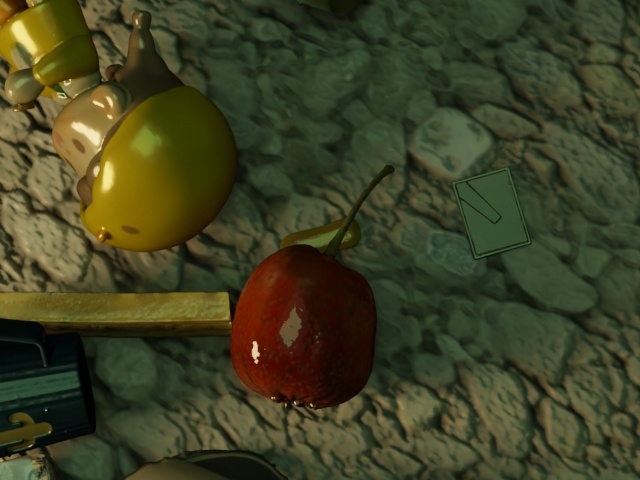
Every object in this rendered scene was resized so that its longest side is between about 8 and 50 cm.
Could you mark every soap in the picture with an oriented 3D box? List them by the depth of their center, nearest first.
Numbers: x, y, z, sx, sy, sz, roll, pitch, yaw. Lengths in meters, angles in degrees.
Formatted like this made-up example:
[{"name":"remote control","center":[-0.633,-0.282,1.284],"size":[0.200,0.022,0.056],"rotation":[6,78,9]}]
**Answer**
[{"name":"soap","center":[-0.215,0.078,1.905],"size":[0.252,0.092,0.037],"rotation":[-1,76,3]},{"name":"soap","center":[0.000,0.000,1.946],"size":[0.089,0.012,0.034],"rotation":[-17,80,1]}]

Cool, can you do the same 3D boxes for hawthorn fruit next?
[{"name":"hawthorn fruit","center":[0.008,0.036,1.869],"size":[0.165,0.165,0.285],"rotation":[21,80,7]}]

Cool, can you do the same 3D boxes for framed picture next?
[{"name":"framed picture","center":[0.184,-0.029,1.943],"size":[0.066,0.006,0.089],"rotation":[-17,79,1]}]

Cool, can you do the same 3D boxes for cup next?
[{"name":"cup","center":[-0.321,0.146,1.869],"size":[0.155,0.176,0.131],"rotation":[-9,43,-4]}]

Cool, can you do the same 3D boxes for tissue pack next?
[{"name":"tissue pack","center":[-0.320,0.261,1.889],"size":[0.094,0.074,0.059],"rotation":[-15,77,-2]}]

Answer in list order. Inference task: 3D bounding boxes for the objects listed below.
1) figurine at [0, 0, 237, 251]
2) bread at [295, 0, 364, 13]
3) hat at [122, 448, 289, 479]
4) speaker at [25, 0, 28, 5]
[{"name":"figurine","center":[-0.230,-0.144,1.867],"size":[0.187,0.215,0.344],"rotation":[-39,92,-17]},{"name":"bread","center":[-0.006,-0.448,1.870],"size":[0.300,0.341,0.210],"rotation":[38,62,12]},{"name":"hat","center":[-0.096,0.324,1.826],"size":[0.275,0.161,0.232],"rotation":[23,78,10]},{"name":"speaker","center":[-0.311,-0.411,1.927],"size":[0.184,0.232,0.254],"rotation":[-13,75,1]}]
